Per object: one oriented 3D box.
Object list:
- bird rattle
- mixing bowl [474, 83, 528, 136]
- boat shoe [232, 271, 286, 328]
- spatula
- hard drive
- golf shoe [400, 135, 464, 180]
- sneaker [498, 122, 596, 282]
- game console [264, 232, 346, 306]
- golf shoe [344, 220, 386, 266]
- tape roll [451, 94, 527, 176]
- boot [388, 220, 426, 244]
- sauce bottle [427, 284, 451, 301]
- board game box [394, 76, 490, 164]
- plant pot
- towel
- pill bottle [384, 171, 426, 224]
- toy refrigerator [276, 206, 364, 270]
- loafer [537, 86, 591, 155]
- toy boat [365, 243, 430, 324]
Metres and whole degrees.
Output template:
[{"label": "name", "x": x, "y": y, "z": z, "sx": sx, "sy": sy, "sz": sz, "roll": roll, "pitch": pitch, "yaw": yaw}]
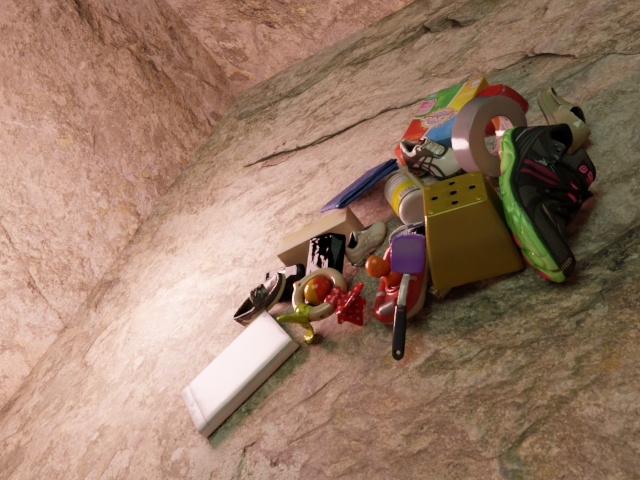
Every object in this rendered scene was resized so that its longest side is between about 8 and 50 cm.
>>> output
[{"label": "bird rattle", "x": 0.002, "y": 0.155, "z": 1.737, "sx": 0.253, "sy": 0.143, "sz": 0.207, "roll": -33, "pitch": 42, "yaw": 22}, {"label": "mixing bowl", "x": 0.540, "y": -0.418, "z": 1.992, "sx": 0.181, "sy": 0.098, "sz": 0.181, "roll": -30, "pitch": 30, "yaw": 19}, {"label": "boat shoe", "x": -0.191, "y": 0.183, "z": 1.985, "sx": 0.223, "sy": 0.073, "sz": 0.080, "roll": -51, "pitch": 36, "yaw": 21}, {"label": "spatula", "x": 0.193, "y": 0.130, "z": 1.502, "sx": 0.084, "sy": 0.030, "sz": 0.297, "roll": 3, "pitch": 77, "yaw": 22}, {"label": "hard drive", "x": -0.239, "y": 0.374, "z": 1.852, "sx": 0.353, "sy": 0.047, "sz": 0.233, "roll": -44, "pitch": 27, "yaw": -7}, {"label": "golf shoe", "x": 0.348, "y": -0.257, "z": 1.973, "sx": 0.105, "sy": 0.120, "sz": 0.273, "roll": -50, "pitch": 30, "yaw": -21}, {"label": "sneaker", "x": 0.524, "y": -0.120, "z": 1.467, "sx": 0.202, "sy": 0.185, "sz": 0.483, "roll": -16, "pitch": 44, "yaw": 25}, {"label": "game console", "x": -0.060, "y": 0.105, "z": 1.958, "sx": 0.361, "sy": 0.044, "sz": 0.213, "roll": -16, "pitch": 59, "yaw": 47}, {"label": "golf shoe", "x": 0.132, "y": -0.007, "z": 1.909, "sx": 0.069, "sy": 0.086, "sz": 0.176, "roll": -4, "pitch": 43, "yaw": 51}, {"label": "tape roll", "x": 0.464, "y": -0.284, "z": 1.752, "sx": 0.219, "sy": 0.219, "sz": 0.072, "roll": -48, "pitch": 29, "yaw": -15}, {"label": "boot", "x": 0.254, "y": -0.020, "z": 1.752, "sx": 0.190, "sy": 0.069, "sz": 0.086, "roll": -20, "pitch": -9, "yaw": 34}, {"label": "sauce bottle", "x": 0.316, "y": 0.094, "z": 1.572, "sx": 0.128, "sy": 0.042, "sz": 0.042, "roll": -43, "pitch": 27, "yaw": -15}, {"label": "board game box", "x": 0.414, "y": -0.401, "z": 2.162, "sx": 0.242, "sy": 0.064, "sz": 0.316, "roll": -9, "pitch": 41, "yaw": 46}, {"label": "plant pot", "x": 0.341, "y": -0.038, "z": 1.525, "sx": 0.212, "sy": 0.187, "sz": 0.212, "roll": -17, "pitch": 32, "yaw": 17}, {"label": "towel", "x": 0.119, "y": -0.167, "z": 2.084, "sx": 0.243, "sy": 0.040, "sz": 0.336, "roll": -38, "pitch": 5, "yaw": -7}, {"label": "pill bottle", "x": 0.260, "y": -0.128, "z": 1.890, "sx": 0.117, "sy": 0.117, "sz": 0.215, "roll": -37, "pitch": 27, "yaw": 7}, {"label": "toy refrigerator", "x": 0.000, "y": 0.000, "z": 2.047, "sx": 0.269, "sy": 0.102, "sz": 0.094, "roll": -27, "pitch": 30, "yaw": 26}, {"label": "loafer", "x": 0.655, "y": -0.327, "z": 1.719, "sx": 0.092, "sy": 0.102, "sz": 0.269, "roll": -26, "pitch": 40, "yaw": 23}, {"label": "toy boat", "x": 0.178, "y": 0.085, "z": 1.607, "sx": 0.151, "sy": 0.151, "sz": 0.231, "roll": -35, "pitch": 28, "yaw": 44}]
